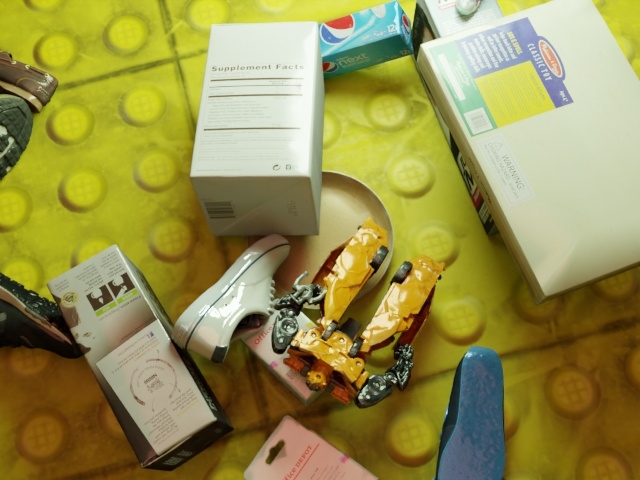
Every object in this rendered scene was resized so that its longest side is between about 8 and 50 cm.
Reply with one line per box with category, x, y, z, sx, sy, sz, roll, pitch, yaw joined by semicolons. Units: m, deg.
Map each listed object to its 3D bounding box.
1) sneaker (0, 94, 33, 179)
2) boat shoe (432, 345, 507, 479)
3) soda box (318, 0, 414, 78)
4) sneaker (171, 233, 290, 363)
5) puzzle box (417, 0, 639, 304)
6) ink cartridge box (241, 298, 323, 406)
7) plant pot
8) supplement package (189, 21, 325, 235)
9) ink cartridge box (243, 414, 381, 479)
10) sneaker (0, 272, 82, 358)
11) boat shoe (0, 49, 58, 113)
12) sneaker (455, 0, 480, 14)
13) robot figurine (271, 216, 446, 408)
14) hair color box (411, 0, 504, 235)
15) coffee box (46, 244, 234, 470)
sneaker;-0.681;-0.146;1.281;0.410;0.158;0.182;-32;57;-14
boat shoe;0.225;0.287;1.130;0.109;0.089;0.258;17;69;6
soda box;0.046;-0.330;1.311;0.210;0.071;0.067;-11;70;23
sneaker;-0.107;0.088;1.137;0.091;0.094;0.258;35;48;8
puzzle box;0.339;-0.142;1.093;0.272;0.052;0.408;-19;72;-7
ink cartridge box;-0.040;0.165;1.174;0.143;0.090;0.092;42;77;14
plant pot;0.000;0.000;1.261;0.237;0.032;0.236;-1;72;2
supplement package;-0.088;-0.173;1.221;0.175;0.177;0.292;0;61;5
ink cartridge box;0.000;0.354;1.122;0.198;0.067;0.115;35;75;11
sneaker;-0.491;0.132;1.208;0.283;0.107;0.124;27;89;14
boat shoe;-0.556;-0.294;1.358;0.207;0.073;0.073;27;72;3
sneaker;0.234;-0.394;1.172;0.038;0.069;0.098;22;71;8
robot figurine;0.057;0.108;1.117;0.211;0.085;0.291;33;55;7
hair color box;0.262;-0.217;1.246;0.114;0.185;0.374;-17;71;-5
coffee box;-0.259;0.176;1.137;0.119;0.168;0.297;-31;73;-8
